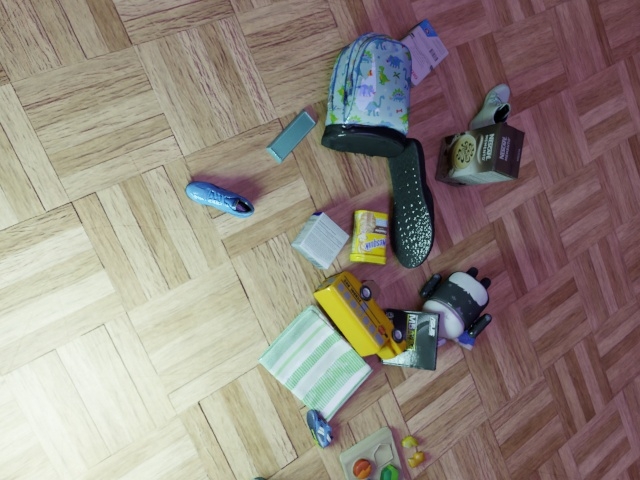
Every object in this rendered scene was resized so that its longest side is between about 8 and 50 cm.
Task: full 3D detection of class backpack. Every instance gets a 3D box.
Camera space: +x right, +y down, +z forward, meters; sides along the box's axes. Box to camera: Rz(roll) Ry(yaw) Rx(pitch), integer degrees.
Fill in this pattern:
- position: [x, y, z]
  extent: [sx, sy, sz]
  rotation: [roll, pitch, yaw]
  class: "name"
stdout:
- position: [0.163, -0.479, 1.825]
  extent: [0.289, 0.273, 0.356]
  rotation: [8, 73, -20]
  class: "backpack"

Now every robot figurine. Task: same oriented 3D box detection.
- position: [0.481, 0.223, 2.004]
  extent: [0.278, 0.209, 0.174]
  rotation: [-43, 123, -20]
  class: "robot figurine"

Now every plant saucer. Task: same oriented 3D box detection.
- position: [-0.089, -0.333, 1.801]
  extent: [0.067, 0.018, 0.192]
  rotation: [47, 69, -19]
  class: "plant saucer"

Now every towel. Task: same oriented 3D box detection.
- position: [-0.005, 0.394, 1.808]
  extent: [0.248, 0.038, 0.325]
  rotation: [-46, 110, -12]
  class: "towel"

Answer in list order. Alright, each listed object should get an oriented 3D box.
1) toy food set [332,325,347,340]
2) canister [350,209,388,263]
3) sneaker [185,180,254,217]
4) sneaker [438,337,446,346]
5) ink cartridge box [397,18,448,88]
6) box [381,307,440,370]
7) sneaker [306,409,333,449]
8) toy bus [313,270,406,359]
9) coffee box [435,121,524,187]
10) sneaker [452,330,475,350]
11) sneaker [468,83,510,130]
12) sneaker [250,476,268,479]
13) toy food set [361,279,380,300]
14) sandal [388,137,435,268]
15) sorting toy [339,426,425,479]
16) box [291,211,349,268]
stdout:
- position: [0.073, 0.295, 1.875]
  extent: [0.078, 0.019, 0.122]
  rotation: [46, 67, -19]
  class: "toy food set"
- position: [0.165, -0.010, 1.897]
  extent: [0.126, 0.073, 0.170]
  rotation: [7, 85, -27]
  class: "canister"
- position: [-0.289, -0.123, 1.660]
  extent: [0.209, 0.082, 0.069]
  rotation: [22, 82, -24]
  class: "sneaker"
- position: [0.403, 0.360, 2.037]
  extent: [0.098, 0.038, 0.069]
  rotation: [-34, 103, -33]
  class: "sneaker"
- position: [0.329, -0.647, 1.983]
  extent: [0.203, 0.085, 0.148]
  rotation: [-46, 109, -20]
  class: "ink cartridge box"
- position: [0.304, 0.332, 1.914]
  extent: [0.045, 0.184, 0.191]
  rotation: [12, 83, -66]
  class: "box"
- position: [-0.002, 0.597, 1.814]
  extent: [0.059, 0.053, 0.144]
  rotation: [-27, 110, -24]
  class: "sneaker"
- position: [0.131, 0.254, 1.826]
  extent: [0.333, 0.108, 0.130]
  rotation: [53, 48, -9]
  class: "toy bus"
- position: [0.548, -0.291, 1.972]
  extent: [0.118, 0.297, 0.168]
  rotation: [14, 82, -27]
  class: "coffee box"
- position: [0.517, 0.338, 2.080]
  extent: [0.152, 0.058, 0.085]
  rotation: [31, 81, -28]
  class: "sneaker"
- position: [0.679, -0.501, 2.126]
  extent: [0.094, 0.151, 0.256]
  rotation: [43, 70, -19]
  class: "sneaker"
- position: [-0.085, 0.815, 1.751]
  extent: [0.341, 0.125, 0.140]
  rotation: [43, 44, -17]
  class: "sneaker"
- position: [0.165, 0.174, 1.923]
  extent: [0.082, 0.020, 0.083]
  rotation: [44, 71, -20]
  class: "toy food set"
- position: [0.329, -0.128, 1.941]
  extent: [0.106, 0.167, 0.447]
  rotation: [-3, 91, -45]
  class: "sandal"
- position: [0.225, 0.763, 1.933]
  extent: [0.307, 0.041, 0.229]
  rotation: [-23, 100, -26]
  class: "sorting toy"
- position: [0.000, 0.000, 1.811]
  extent: [0.126, 0.072, 0.137]
  rotation: [41, 72, -20]
  class: "box"
